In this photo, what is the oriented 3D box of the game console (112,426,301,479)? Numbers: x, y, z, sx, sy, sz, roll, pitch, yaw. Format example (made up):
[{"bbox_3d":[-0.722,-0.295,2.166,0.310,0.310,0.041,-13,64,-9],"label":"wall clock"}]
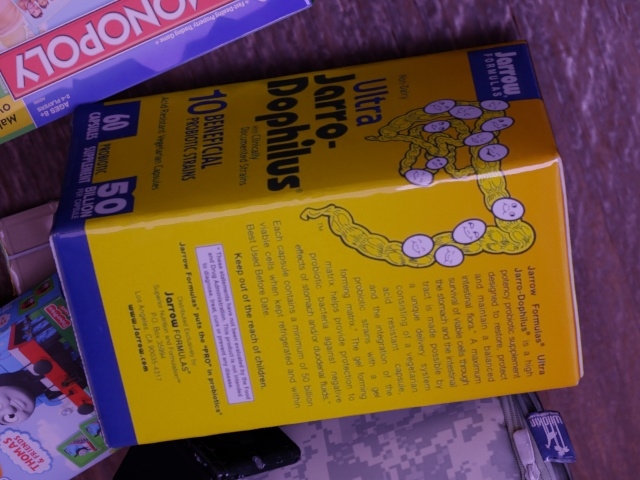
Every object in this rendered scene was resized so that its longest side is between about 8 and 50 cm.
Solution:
[{"bbox_3d":[-0.087,0.171,1.425,0.107,0.122,0.071,-12,118,-27],"label":"game console"}]

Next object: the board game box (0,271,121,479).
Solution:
[{"bbox_3d":[-0.250,0.138,1.537,0.211,0.039,0.160,-31,125,11],"label":"board game box"}]

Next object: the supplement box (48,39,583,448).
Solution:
[{"bbox_3d":[0.000,0.000,1.416,0.356,0.194,0.195,-8,121,3],"label":"supplement box"}]

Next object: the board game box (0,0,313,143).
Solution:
[{"bbox_3d":[-0.192,-0.213,1.449,0.317,0.046,0.213,-23,105,8],"label":"board game box"}]

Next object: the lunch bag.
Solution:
[{"bbox_3d":[0.054,0.214,1.469,0.305,0.256,0.212,-20,106,6],"label":"lunch bag"}]

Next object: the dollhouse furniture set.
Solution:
[{"bbox_3d":[-0.267,0.023,1.536,0.151,0.058,0.076,-20,99,-13],"label":"dollhouse furniture set"}]
